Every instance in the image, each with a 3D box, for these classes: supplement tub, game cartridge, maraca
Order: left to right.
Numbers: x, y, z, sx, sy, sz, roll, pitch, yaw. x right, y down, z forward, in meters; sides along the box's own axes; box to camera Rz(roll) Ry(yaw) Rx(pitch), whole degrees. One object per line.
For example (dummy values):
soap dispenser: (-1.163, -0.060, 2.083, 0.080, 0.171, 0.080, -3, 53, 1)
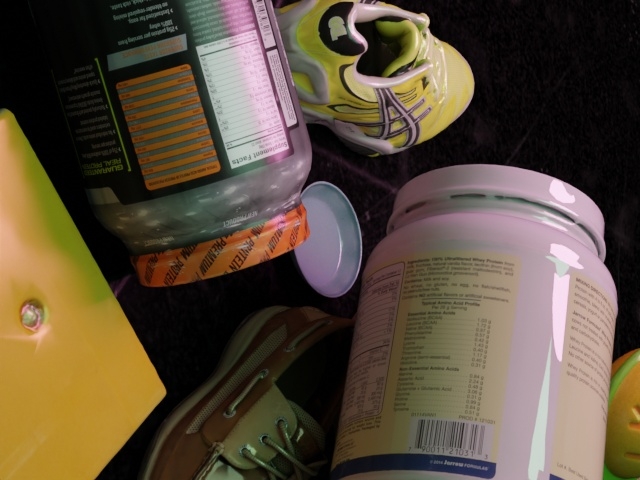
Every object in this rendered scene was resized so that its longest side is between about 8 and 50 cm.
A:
game cartridge: (-0.274, 0.101, 1.063, 0.323, 0.053, 0.285, -48, 122, -44)
supplement tub: (-0.122, -0.133, 1.189, 0.193, 0.194, 0.316, -28, 106, -52)
supplement tub: (0.140, 0.121, 1.280, 0.235, 0.235, 0.324, 38, 53, -44)
maraca: (0.303, 0.184, 1.403, 0.127, 0.099, 0.185, 41, 78, -36)

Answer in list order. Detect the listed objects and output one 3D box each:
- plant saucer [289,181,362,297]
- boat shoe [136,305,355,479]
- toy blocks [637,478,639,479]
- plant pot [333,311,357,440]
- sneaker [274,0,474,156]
plant saucer: (0.000, 0.000, 1.473, 0.119, 0.021, 0.119, 15, 71, -51)
boat shoe: (-0.056, 0.173, 1.278, 0.122, 0.120, 0.324, 57, 43, -30)
toy blocks: (0.408, 0.358, 1.716, 0.261, 0.381, 0.190, 67, 35, -44)
plant pot: (0.176, 0.171, 1.507, 0.263, 0.229, 0.263, 17, 69, -52)
sneaker: (0.070, -0.170, 1.497, 0.385, 0.147, 0.145, -4, 85, -55)
